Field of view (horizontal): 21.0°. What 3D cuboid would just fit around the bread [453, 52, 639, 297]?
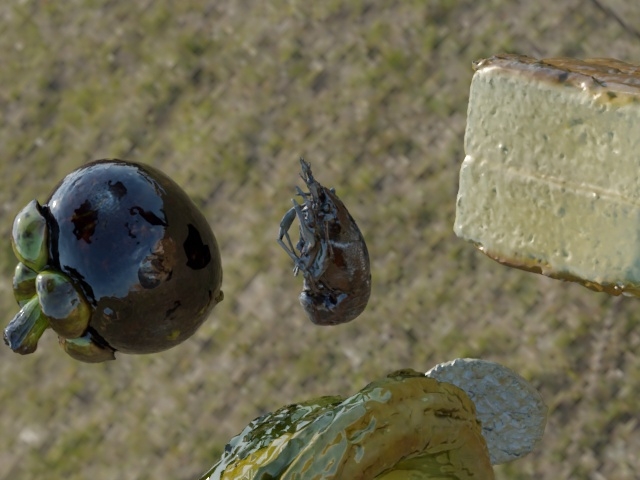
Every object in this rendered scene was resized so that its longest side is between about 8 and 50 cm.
[{"bbox_3d":[0.318,-0.065,1.676,0.279,0.279,0.207,19,106,45],"label":"bread"}]

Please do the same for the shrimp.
[{"bbox_3d":[0.000,0.000,1.326,0.065,0.165,0.056,-9,33,17],"label":"shrimp"}]

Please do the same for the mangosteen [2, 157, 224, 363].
[{"bbox_3d":[-0.204,0.031,1.609,0.217,0.192,0.192,-35,24,-22],"label":"mangosteen"}]

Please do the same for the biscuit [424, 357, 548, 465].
[{"bbox_3d":[0.168,0.185,1.854,0.152,0.152,0.020,-30,23,30],"label":"biscuit"}]

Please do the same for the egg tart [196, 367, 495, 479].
[{"bbox_3d":[-0.006,0.198,1.111,0.123,0.294,0.294,30,79,29],"label":"egg tart"}]
